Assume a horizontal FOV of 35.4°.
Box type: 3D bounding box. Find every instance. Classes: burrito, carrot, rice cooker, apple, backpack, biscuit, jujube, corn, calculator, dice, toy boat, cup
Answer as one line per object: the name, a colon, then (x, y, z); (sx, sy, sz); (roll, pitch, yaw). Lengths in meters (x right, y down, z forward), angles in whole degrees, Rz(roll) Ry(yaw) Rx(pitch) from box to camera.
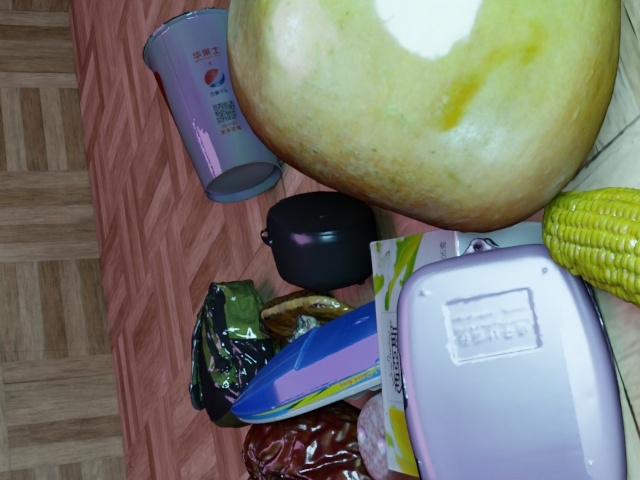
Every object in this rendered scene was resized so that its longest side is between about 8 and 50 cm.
burrito: (-0.004, 0.170, 1.399); (0.058, 0.063, 0.229); (36, 161, 22)
carrot: (-0.042, 0.115, 1.570); (0.229, 0.069, 0.069); (153, 112, -64)
rice cooker: (0.000, -0.001, 1.351); (0.203, 0.142, 0.118); (-150, 48, -68)
apple: (0.094, -0.184, 0.862); (0.338, 0.338, 0.305); (44, 116, 59)
backpack: (-0.153, 0.193, 1.742); (0.207, 0.140, 0.253); (131, 133, -57)
biscuit: (-0.002, 0.113, 1.402); (0.247, 0.118, 0.029); (-24, 47, 63)
jujube: (0.007, 0.312, 1.303); (0.232, 0.213, 0.213); (59, 145, 41)
corn: (0.259, 0.006, 0.780); (0.262, 0.097, 0.097); (-152, 62, -68)
calculator: (0.169, 0.140, 0.906); (0.043, 0.194, 0.294); (15, -116, -73)
dice: (0.102, 0.231, 1.186); (0.094, 0.093, 0.091); (111, 148, -42)
toy boat: (-0.003, 0.164, 1.246); (0.295, 0.088, 0.129); (-28, 18, 30)
cup: (-0.172, -0.219, 1.704); (0.288, 0.203, 0.203); (70, 153, 22)

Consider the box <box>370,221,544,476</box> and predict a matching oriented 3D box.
box: (0.147, 0.118, 1.045); (0.194, 0.111, 0.260); (164, 100, -67)
